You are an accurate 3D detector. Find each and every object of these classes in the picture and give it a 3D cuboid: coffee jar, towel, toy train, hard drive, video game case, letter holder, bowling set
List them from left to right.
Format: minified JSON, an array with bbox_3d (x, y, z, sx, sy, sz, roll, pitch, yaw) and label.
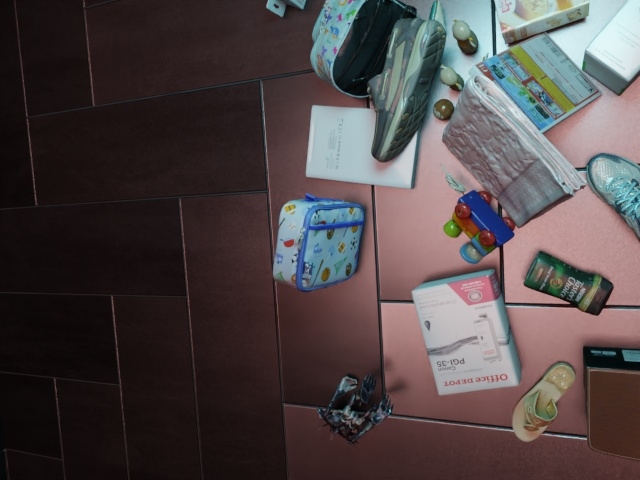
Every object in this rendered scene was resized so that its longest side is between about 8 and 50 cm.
[{"bbox_3d":[0.114,-0.259,1.470,0.308,0.040,0.202,9,99,22],"label":"hard drive"},{"bbox_3d":[0.356,-0.064,1.351,0.248,0.105,0.143,52,146,16],"label":"toy train"},{"bbox_3d":[0.359,-0.357,1.290,0.200,0.154,0.287,-43,78,21],"label":"bowling set"},{"bbox_3d":[0.406,-0.185,1.204,0.053,0.332,0.317,-38,80,-5],"label":"towel"},{"bbox_3d":[0.483,-0.350,1.191,0.204,0.285,0.025,53,150,10],"label":"video game case"},{"bbox_3d":[0.592,0.103,1.280,0.185,0.079,0.096,25,105,19],"label":"coffee jar"},{"bbox_3d":[0.761,0.371,1.200,0.302,0.152,0.214,-2,97,24],"label":"letter holder"}]

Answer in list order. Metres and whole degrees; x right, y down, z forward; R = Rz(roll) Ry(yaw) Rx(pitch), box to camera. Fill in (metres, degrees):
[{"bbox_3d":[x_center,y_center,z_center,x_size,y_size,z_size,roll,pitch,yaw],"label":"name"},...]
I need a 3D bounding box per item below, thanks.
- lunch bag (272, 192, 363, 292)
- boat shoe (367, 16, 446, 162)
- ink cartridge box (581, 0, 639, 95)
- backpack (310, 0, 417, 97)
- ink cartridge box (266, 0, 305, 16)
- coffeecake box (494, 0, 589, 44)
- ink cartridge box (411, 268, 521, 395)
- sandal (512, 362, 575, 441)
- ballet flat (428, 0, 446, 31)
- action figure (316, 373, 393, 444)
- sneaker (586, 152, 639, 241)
[{"bbox_3d":[0.000,0.000,1.404,0.115,0.303,0.242,17,103,30],"label":"lunch bag"},{"bbox_3d":[0.192,-0.371,1.327,0.130,0.132,0.355,31,116,28],"label":"boat shoe"},{"bbox_3d":[0.689,-0.457,1.111,0.115,0.198,0.272,44,110,15],"label":"ink cartridge box"},{"bbox_3d":[0.094,-0.502,1.356,0.191,0.225,0.253,40,116,38],"label":"backpack"},{"bbox_3d":[-0.075,-0.708,1.468,0.060,0.104,0.180,25,106,18],"label":"ink cartridge box"},{"bbox_3d":[0.501,-0.559,1.231,0.186,0.068,0.142,-13,79,24],"label":"coffeecake box"},{"bbox_3d":[0.375,0.234,1.368,0.207,0.117,0.282,-15,89,24],"label":"ink cartridge box"},{"bbox_3d":[0.550,0.414,1.333,0.088,0.079,0.239,32,107,18],"label":"sandal"},{"bbox_3d":[0.292,-0.520,1.365,0.053,0.057,0.168,11,105,-6],"label":"ballet flat"},{"bbox_3d":[0.099,0.479,1.510,0.164,0.141,0.275,46,137,4],"label":"action figure"},{"bbox_3d":[0.709,-0.084,1.185,0.110,0.122,0.283,-42,79,21],"label":"sneaker"}]
